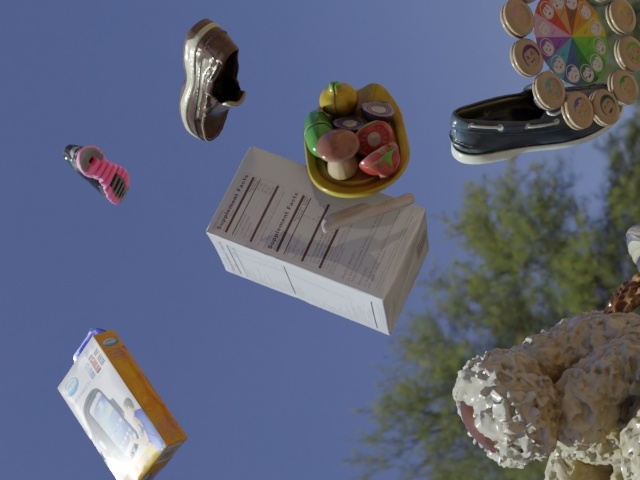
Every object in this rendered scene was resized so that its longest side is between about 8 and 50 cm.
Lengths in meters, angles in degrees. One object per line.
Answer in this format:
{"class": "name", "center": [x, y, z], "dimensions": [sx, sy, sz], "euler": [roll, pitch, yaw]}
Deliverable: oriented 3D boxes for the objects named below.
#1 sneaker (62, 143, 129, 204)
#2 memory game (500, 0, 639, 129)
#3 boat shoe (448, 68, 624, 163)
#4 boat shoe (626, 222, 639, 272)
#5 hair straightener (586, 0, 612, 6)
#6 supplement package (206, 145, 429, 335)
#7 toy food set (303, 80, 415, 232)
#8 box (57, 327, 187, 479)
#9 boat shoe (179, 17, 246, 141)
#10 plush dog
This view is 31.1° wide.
{"class": "sneaker", "center": [-0.298, -0.091, 1.524], "dimensions": [0.047, 0.057, 0.119], "euler": [-62, -33, -20]}
{"class": "memory game", "center": [0.245, -0.196, 1.102], "dimensions": [0.186, 0.012, 0.186], "euler": [8, -105, -32]}
{"class": "boat shoe", "center": [0.298, -0.178, 1.587], "dimensions": [0.095, 0.254, 0.079], "euler": [-106, 5, -49]}
{"class": "boat shoe", "center": [0.457, 0.070, 1.334], "dimensions": [0.355, 0.132, 0.130], "euler": [20, -122, -48]}
{"class": "hair straightener", "center": [0.256, -0.318, 1.316], "dimensions": [0.047, 0.230, 0.089], "euler": [-49, -21, -86]}
{"class": "supplement package", "center": [0.000, 0.000, 1.469], "dimensions": [0.139, 0.244, 0.134], "euler": [74, -141, -66]}
{"class": "toy food set", "center": [0.040, -0.124, 1.382], "dimensions": [0.071, 0.128, 0.218], "euler": [72, -174, -49]}
{"class": "box", "center": [-0.178, 0.143, 1.001], "dimensions": [0.136, 0.081, 0.028], "euler": [50, -144, 17]}
{"class": "boat shoe", "center": [-0.173, -0.242, 1.897], "dimensions": [0.095, 0.095, 0.257], "euler": [-47, -20, -26]}
{"class": "plush dog", "center": [0.265, 0.137, 0.857], "dimensions": [0.210, 0.225, 0.262], "euler": [-52, -53, -14]}
